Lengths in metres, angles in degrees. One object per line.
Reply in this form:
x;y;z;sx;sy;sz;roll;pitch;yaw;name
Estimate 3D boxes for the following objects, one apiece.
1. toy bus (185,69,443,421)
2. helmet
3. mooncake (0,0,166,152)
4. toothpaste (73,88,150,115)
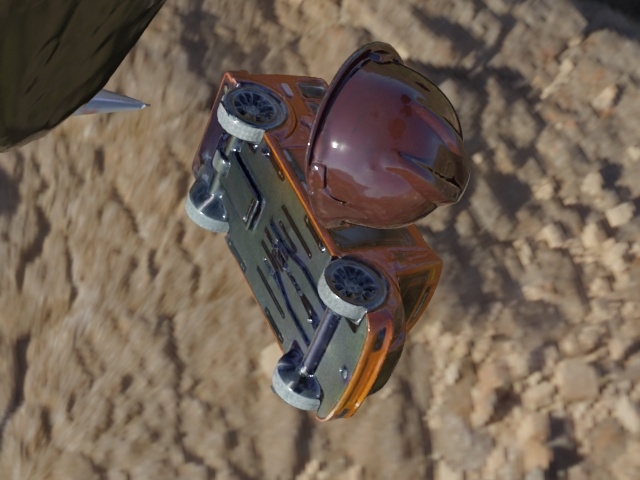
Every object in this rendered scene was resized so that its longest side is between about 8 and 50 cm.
0.000;0.000;1.533;0.153;0.143;0.329;-4;47;-30;toy bus
0.041;-0.040;0.797;0.057;0.111;0.089;19;79;22;helmet
-0.155;-0.161;0.893;0.124;0.228;0.228;35;77;9;mooncake
-0.280;-0.129;1.451;0.100;0.323;0.066;16;101;32;toothpaste
